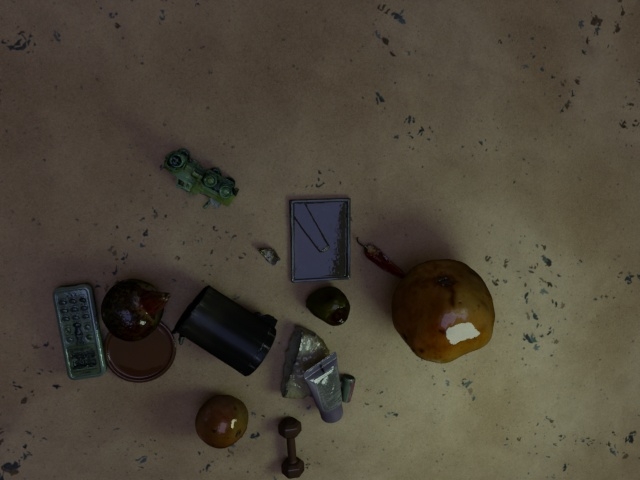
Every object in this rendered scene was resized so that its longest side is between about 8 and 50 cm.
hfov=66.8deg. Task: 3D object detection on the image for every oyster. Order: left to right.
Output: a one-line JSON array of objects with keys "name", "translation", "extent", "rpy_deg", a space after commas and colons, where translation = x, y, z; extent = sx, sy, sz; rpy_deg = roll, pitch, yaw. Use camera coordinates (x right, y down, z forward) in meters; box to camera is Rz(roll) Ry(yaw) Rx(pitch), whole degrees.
[{"name": "oyster", "translation": [-0.186, 0.049, 1.783], "extent": [0.051, 0.034, 0.093], "rpy_deg": [-32, 116, 12]}]

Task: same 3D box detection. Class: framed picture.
[{"name": "framed picture", "translation": [0.000, 0.000, 1.816], "extent": [0.232, 0.024, 0.315], "rpy_deg": [-2, 100, -11]}]

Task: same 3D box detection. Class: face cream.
[{"name": "face cream", "translation": [0.020, 0.559, 1.822], "extent": [0.154, 0.096, 0.274], "rpy_deg": [-25, 121, -26]}]

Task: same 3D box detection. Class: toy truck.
[{"name": "toy truck", "translation": [-0.417, -0.199, 1.654], "extent": [0.259, 0.128, 0.135], "rpy_deg": [35, 105, -14]}]

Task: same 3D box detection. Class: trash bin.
[{"name": "trash bin", "translation": [-0.332, 0.312, 1.712], "extent": [0.301, 0.203, 0.252], "rpy_deg": [36, 72, -13]}]

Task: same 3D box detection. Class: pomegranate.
[{"name": "pomegranate", "translation": [-0.601, 0.223, 1.622], "extent": [0.248, 0.214, 0.214], "rpy_deg": [-18, 104, 22]}, {"name": "pomegranate", "translation": [-0.360, 0.655, 1.770], "extent": [0.191, 0.191, 0.191], "rpy_deg": [-2, 99, -11]}, {"name": "pomegranate", "translation": [0.446, 0.266, 1.794], "extent": [0.410, 0.410, 0.410], "rpy_deg": [-2, 99, -11]}]

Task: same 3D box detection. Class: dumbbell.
[{"name": "dumbbell", "translation": [-0.114, 0.807, 1.893], "extent": [0.082, 0.092, 0.231], "rpy_deg": [-11, 103, -38]}]

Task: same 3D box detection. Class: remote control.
[{"name": "remote control", "translation": [-0.830, 0.315, 1.684], "extent": [0.128, 0.065, 0.335], "rpy_deg": [-7, 100, -12]}]

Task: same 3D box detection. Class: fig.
[{"name": "fig", "translation": [0.030, 0.241, 1.814], "extent": [0.166, 0.154, 0.144], "rpy_deg": [18, 113, 17]}]

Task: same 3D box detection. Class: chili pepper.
[{"name": "chili pepper", "translation": [0.232, 0.075, 1.862], "extent": [0.268, 0.059, 0.050], "rpy_deg": [37, 129, -17]}]

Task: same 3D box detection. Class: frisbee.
[{"name": "frisbee", "translation": [-0.651, 0.393, 1.755], "extent": [0.251, 0.021, 0.251], "rpy_deg": [-2, 99, -10]}]

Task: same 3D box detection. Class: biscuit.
[{"name": "biscuit", "translation": [-0.047, 0.470, 1.850], "extent": [0.179, 0.084, 0.281], "rpy_deg": [7, 99, -15]}]

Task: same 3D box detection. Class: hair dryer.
[{"name": "hair dryer", "translation": [0.054, 0.575, 1.914], "extent": [0.154, 0.054, 0.106], "rpy_deg": [11, 102, -2]}]
